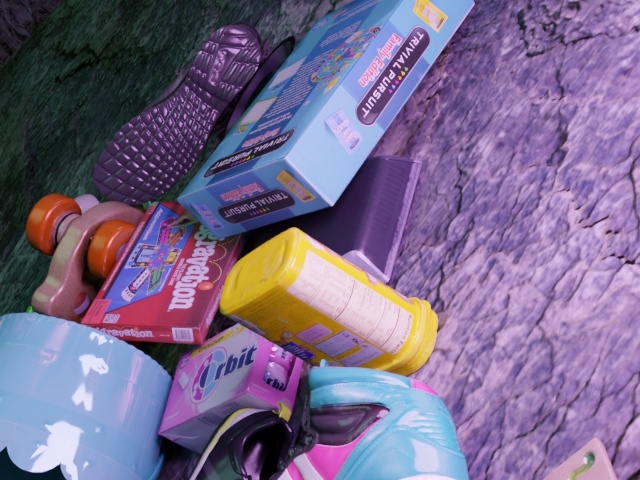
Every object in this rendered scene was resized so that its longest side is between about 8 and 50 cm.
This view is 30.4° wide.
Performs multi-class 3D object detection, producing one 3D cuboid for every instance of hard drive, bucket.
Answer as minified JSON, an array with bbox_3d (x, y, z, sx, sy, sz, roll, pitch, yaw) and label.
[{"bbox_3d":[0.000,0.000,1.321,0.255,0.054,0.172,-22,42,51],"label":"hard drive"},{"bbox_3d":[-0.310,0.222,1.379,0.281,0.281,0.183,-23,41,50],"label":"bucket"}]

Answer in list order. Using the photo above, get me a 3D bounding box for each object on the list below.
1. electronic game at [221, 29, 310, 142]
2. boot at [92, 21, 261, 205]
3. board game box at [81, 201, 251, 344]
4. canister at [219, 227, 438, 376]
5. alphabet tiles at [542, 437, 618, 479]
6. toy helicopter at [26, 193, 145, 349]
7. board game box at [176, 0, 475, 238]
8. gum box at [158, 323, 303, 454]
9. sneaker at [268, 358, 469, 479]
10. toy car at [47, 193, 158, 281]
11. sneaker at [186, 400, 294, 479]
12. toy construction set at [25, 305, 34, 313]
[{"bbox_3d":[-0.072,-0.202,1.686,0.229,0.048,0.229,-50,19,24],"label":"electronic game"},{"bbox_3d":[-0.205,-0.194,1.824,0.338,0.118,0.222,-44,9,4],"label":"boot"},{"bbox_3d":[-0.180,0.033,1.461,0.281,0.145,0.027,-72,-18,-56],"label":"board game box"},{"bbox_3d":[0.006,0.067,1.099,0.126,0.170,0.073,-30,37,43],"label":"canister"},{"bbox_3d":[0.142,0.300,0.782,0.342,0.011,0.285,-46,28,23],"label":"alphabet tiles"},{"bbox_3d":[-0.325,0.118,1.635,0.140,0.235,0.355,21,91,25],"label":"toy helicopter"},{"bbox_3d":[0.005,-0.163,1.391,0.254,0.079,0.336,-14,36,56],"label":"board game box"},{"bbox_3d":[-0.094,0.156,1.301,0.188,0.062,0.107,-30,37,44],"label":"gum box"},{"bbox_3d":[0.001,0.197,1.009,0.296,0.124,0.178,-30,41,32],"label":"sneaker"},{"bbox_3d":[-0.332,0.008,1.829,0.182,0.159,0.136,-33,69,40],"label":"toy car"},{"bbox_3d":[-0.092,0.262,1.155,0.097,0.084,0.234,-16,47,53],"label":"sneaker"},{"bbox_3d":[-0.473,0.213,1.810,0.327,0.151,0.215,-56,0,-15],"label":"toy construction set"}]
